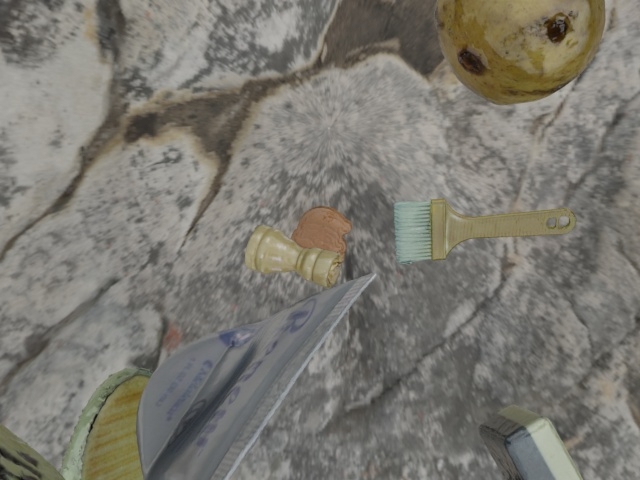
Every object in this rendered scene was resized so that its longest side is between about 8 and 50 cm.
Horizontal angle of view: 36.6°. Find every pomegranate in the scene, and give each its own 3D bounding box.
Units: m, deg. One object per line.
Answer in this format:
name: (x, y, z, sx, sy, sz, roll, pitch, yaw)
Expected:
pomegranate: (0.319, -0.357, 1.567, 0.281, 0.281, 0.281, 0, 97, 0)

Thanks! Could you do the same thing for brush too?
brush: (0.193, -0.017, 1.129, 0.218, 0.010, 0.082, -5, 119, -4)

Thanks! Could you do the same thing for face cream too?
face cream: (-0.083, 0.158, 0.926, 0.137, 0.420, 0.235, 41, 69, -6)

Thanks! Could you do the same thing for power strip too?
power strip: (0.284, 0.320, 1.145, 0.070, 0.105, 0.257, -29, 95, -9)

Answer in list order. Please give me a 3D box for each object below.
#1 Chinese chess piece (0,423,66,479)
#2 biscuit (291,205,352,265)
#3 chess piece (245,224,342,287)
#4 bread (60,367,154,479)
Chinese chess piece: (-0.226, 0.167, 0.610, 0.188, 0.188, 0.083, 40, 86, -4)
biscuit: (0.000, 0.000, 1.705, 0.102, 0.019, 0.130, 23, 119, 5)
chess piece: (-0.034, 0.023, 1.302, 0.122, 0.066, 0.066, 15, 97, 20)
bread: (-0.246, 0.288, 1.187, 0.040, 0.267, 0.267, 3, 97, 17)
